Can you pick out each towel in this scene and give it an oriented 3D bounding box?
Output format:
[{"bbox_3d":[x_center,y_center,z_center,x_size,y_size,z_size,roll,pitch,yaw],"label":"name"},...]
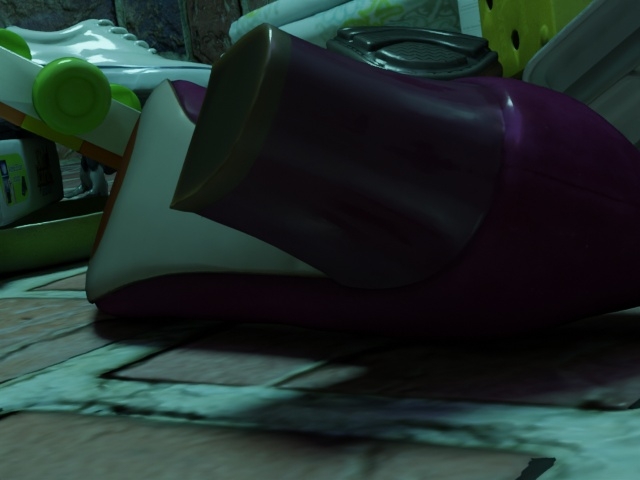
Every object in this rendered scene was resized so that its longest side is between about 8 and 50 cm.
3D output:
[{"bbox_3d":[0.110,-0.223,1.378,0.375,0.090,0.320,-15,-25,29],"label":"towel"}]

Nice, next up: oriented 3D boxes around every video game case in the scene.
[{"bbox_3d":[-0.350,-0.031,0.836,0.270,0.061,0.244,-8,6,-3],"label":"video game case"}]

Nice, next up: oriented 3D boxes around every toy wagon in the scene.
[{"bbox_3d":[-0.164,-0.096,0.965,0.344,0.068,0.267,25,2,-31],"label":"toy wagon"}]

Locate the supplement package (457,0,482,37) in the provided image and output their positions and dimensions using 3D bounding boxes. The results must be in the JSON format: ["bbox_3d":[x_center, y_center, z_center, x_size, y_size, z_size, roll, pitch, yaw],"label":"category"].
[{"bbox_3d":[0.217,-0.179,1.164,0.105,0.179,0.105,-10,9,-11],"label":"supplement package"}]

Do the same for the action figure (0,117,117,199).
[{"bbox_3d":[-0.255,-0.084,1.153,0.276,0.140,0.164,6,1,-31],"label":"action figure"}]

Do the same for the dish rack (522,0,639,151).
[{"bbox_3d":[0.317,-0.124,0.647,0.333,0.072,0.285,-2,-21,-28],"label":"dish rack"}]

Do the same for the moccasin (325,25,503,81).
[{"bbox_3d":[0.048,-0.083,0.865,0.139,0.147,0.380,4,1,-11],"label":"moccasin"}]

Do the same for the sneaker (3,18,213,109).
[{"bbox_3d":[-0.226,-0.193,1.194,0.258,0.091,0.094,3,-9,-5],"label":"sneaker"}]

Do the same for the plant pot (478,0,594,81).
[{"bbox_3d":[0.236,-0.206,0.880,0.187,0.212,0.212,-5,-3,-13],"label":"plant pot"}]

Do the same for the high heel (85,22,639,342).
[{"bbox_3d":[0.000,0.000,0.516,0.181,0.127,0.377,19,-5,-17],"label":"high heel"}]

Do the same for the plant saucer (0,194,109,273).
[{"bbox_3d":[-0.241,-0.002,0.883,0.241,0.037,0.241,-7,8,1],"label":"plant saucer"}]
